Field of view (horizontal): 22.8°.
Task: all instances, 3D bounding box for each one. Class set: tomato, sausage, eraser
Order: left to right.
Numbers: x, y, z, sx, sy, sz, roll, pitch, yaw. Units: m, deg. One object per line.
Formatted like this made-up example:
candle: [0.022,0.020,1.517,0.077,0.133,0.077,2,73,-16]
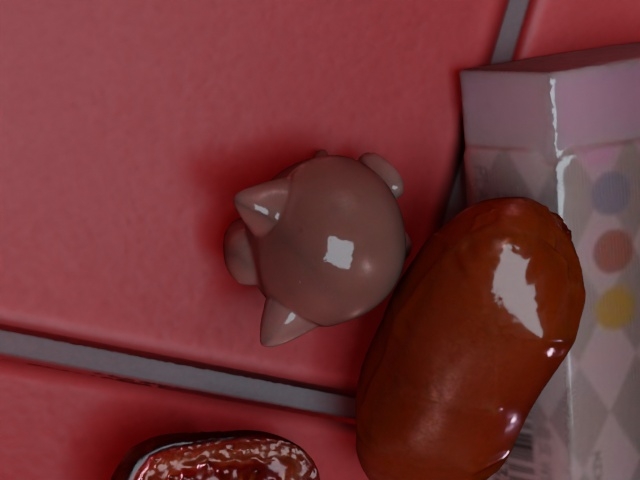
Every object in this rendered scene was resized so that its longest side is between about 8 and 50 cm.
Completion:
tomato: [-0.086,0.219,1.168,0.166,0.082,0.174,-1,99,-25]
sausage: [0.103,0.081,1.163,0.133,0.133,0.258,9,123,-22]
eraser: [0.227,0.050,1.246,0.213,0.082,0.396,-11,107,-20]

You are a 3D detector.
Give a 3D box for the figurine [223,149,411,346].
figurine: [0.000,0.000,1.135,0.138,0.125,0.125,-24,111,-31]
